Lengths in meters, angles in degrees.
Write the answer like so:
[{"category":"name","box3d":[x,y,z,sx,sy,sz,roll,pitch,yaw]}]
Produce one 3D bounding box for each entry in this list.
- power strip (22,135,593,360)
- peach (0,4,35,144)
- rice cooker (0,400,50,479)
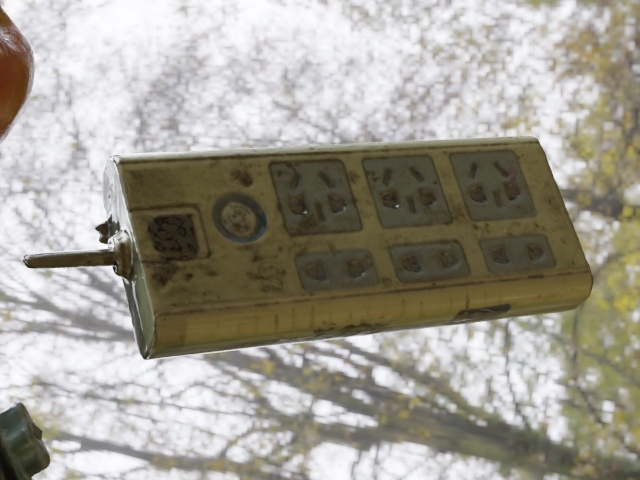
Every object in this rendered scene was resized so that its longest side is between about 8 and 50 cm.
[{"category":"power strip","box3d":[0.000,0.000,0.594,0.268,0.034,0.092,-4,-116,-24]},{"category":"peach","box3d":[-0.401,-0.153,1.307,0.199,0.243,0.243,40,-117,-37]},{"category":"rice cooker","box3d":[-0.298,0.155,0.638,0.317,0.264,0.316,-12,-53,-16]}]
